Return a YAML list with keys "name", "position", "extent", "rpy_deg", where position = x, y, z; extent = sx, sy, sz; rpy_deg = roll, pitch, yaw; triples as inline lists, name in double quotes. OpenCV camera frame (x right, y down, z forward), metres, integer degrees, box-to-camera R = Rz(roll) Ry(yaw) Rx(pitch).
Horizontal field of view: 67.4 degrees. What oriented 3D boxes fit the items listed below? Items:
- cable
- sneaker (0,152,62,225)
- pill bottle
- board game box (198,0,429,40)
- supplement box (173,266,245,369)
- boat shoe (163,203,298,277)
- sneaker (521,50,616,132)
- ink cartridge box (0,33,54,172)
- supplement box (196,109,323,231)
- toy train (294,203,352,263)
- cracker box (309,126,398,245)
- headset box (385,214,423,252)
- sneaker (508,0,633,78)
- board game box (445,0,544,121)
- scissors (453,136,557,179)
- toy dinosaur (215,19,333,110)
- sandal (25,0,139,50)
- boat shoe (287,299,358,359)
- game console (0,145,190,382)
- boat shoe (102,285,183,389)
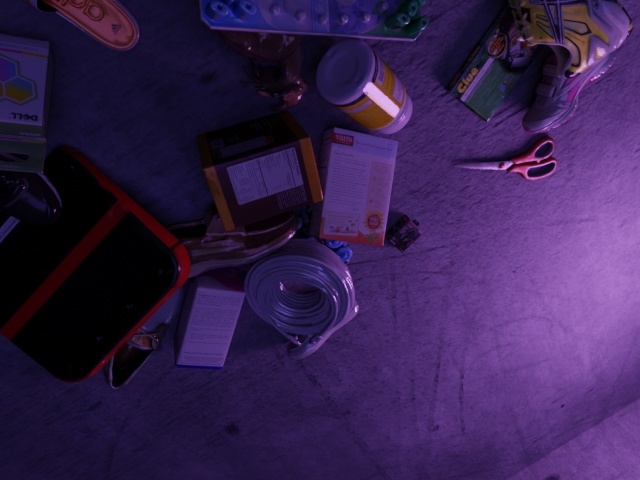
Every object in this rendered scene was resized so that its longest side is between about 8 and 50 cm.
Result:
- name: "cable"
  position: [-0.046, 0.112, 1.106]
  extent: [0.257, 0.089, 0.257]
  rpy_deg: [39, 125, -20]
- name: "sneaker"
  position: [-0.578, -0.115, 0.800]
  extent: [0.107, 0.124, 0.283]
  rpy_deg: [-40, 112, 8]
- name: "pill bottle"
  position: [0.093, -0.285, 0.924]
  extent: [0.119, 0.119, 0.208]
  rpy_deg: [-53, 149, 14]
- name: "board game box"
  position: [-0.001, -0.526, 0.737]
  extent: [0.389, 0.050, 0.391]
  rpy_deg: [-7, 100, -23]
- name: "supplement box"
  position: [-0.260, 0.175, 1.106]
  extent: [0.113, 0.111, 0.220]
  rpy_deg: [9, 115, -23]
- name: "boat shoe"
  position: [-0.206, -0.014, 1.015]
  extent: [0.324, 0.123, 0.117]
  rpy_deg: [-19, 118, -8]
- name: "sneaker"
  position: [0.540, -0.363, 1.091]
  extent: [0.111, 0.103, 0.252]
  rpy_deg: [32, 98, -26]
- name: "ink cartridge box"
  position: [-0.495, -0.219, 0.762]
  extent: [0.108, 0.062, 0.210]
  rpy_deg: [3, 75, -21]
- name: "supplement box"
  position: [-0.121, -0.142, 0.927]
  extent: [0.194, 0.191, 0.129]
  rpy_deg: [-18, 122, -8]
- name: "toy train"
  position: [0.000, 0.000, 1.118]
  extent: [0.105, 0.080, 0.184]
  rpy_deg: [-29, 124, 6]
- name: "cracker box"
  position: [0.071, -0.112, 1.036]
  extent: [0.155, 0.067, 0.233]
  rpy_deg: [8, 92, -22]
- name: "headset box"
  position: [0.212, -0.019, 1.205]
  extent: [0.083, 0.032, 0.062]
  rpy_deg: [-44, 122, 10]
- name: "sneaker"
  position: [0.428, -0.470, 0.928]
  extent: [0.384, 0.145, 0.147]
  rpy_deg: [35, 109, -13]
- name: "board game box"
  position: [0.402, -0.407, 1.054]
  extent: [0.136, 0.030, 0.260]
  rpy_deg: [26, 107, -31]
- name: "scissors"
  position: [0.470, -0.181, 1.208]
  extent: [0.296, 0.021, 0.109]
  rpy_deg: [-17, 124, -11]
- name: "toy dinosaur"
  position: [-0.113, -0.363, 0.853]
  extent: [0.295, 0.127, 0.200]
  rpy_deg: [30, 112, -24]
- name: "sandal"
  position: [-0.409, -0.399, 0.753]
  extent: [0.265, 0.076, 0.102]
  rpy_deg: [30, 105, -30]
- name: "boat shoe"
  position: [-0.008, 0.212, 1.241]
  extent: [0.227, 0.079, 0.081]
  rpy_deg: [-40, 114, 0]
- name: "game console"
  position: [-0.489, 0.064, 0.947]
  extent: [0.342, 0.060, 0.386]
  rpy_deg: [44, 98, -8]
- name: "boat shoe"
  position: [-0.395, 0.204, 1.081]
  extent: [0.113, 0.103, 0.302]
  rpy_deg: [23, 109, -28]
